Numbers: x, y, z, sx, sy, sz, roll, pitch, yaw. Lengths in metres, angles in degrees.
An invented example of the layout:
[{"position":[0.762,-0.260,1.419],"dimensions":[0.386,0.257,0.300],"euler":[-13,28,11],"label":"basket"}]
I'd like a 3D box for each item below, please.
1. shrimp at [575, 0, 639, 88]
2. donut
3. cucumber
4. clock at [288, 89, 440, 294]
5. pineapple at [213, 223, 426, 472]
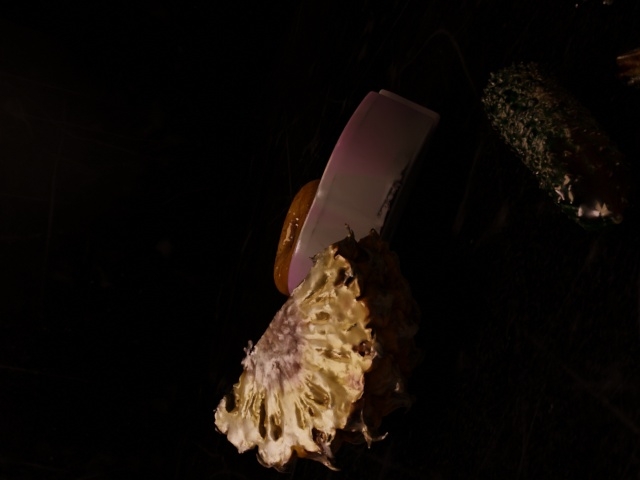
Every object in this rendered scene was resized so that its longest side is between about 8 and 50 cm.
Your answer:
[{"position":[0.325,-0.247,1.291],"dimensions":[0.365,0.071,0.233],"euler":[169,113,-70],"label":"shrimp"},{"position":[-0.001,0.002,2.245],"dimensions":[0.226,0.114,0.226],"euler":[-163,90,-79],"label":"donut"},{"position":[0.242,-0.097,1.358],"dimensions":[0.359,0.096,0.096],"euler":[-100,31,-68],"label":"cucumber"},{"position":[0.063,-0.048,1.886],"dimensions":[0.338,0.102,0.338],"euler":[23,-90,-83],"label":"clock"},{"position":[0.073,0.158,1.683],"dimensions":[0.209,0.286,0.344],"euler":[47,121,24],"label":"pineapple"}]
